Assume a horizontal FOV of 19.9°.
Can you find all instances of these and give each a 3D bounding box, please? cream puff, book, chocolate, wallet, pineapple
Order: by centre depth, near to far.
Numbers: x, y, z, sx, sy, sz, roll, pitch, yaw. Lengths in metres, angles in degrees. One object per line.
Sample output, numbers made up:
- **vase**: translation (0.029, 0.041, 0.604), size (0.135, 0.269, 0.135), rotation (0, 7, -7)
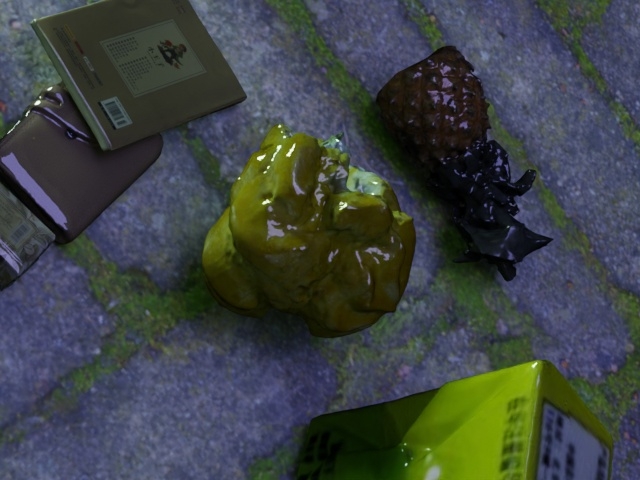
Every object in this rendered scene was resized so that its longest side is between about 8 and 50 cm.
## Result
- **chocolate**: translation (0.101, 0.278, 1.530), size (0.137, 0.288, 0.301), rotation (30, 56, -32)
- **wallet**: translation (-0.217, -0.082, 1.628), size (0.118, 0.038, 0.153), rotation (47, 54, -10)
- **cream puff**: translation (-0.003, 0.005, 1.630), size (0.195, 0.194, 0.221), rotation (61, 13, 3)
- **book**: translation (-0.164, -0.164, 1.682), size (0.198, 0.016, 0.138), rotation (-26, 83, -50)
- **pineapple**: translation (0.145, -0.070, 1.819), size (0.119, 0.111, 0.237), rotation (-31, 94, -8)

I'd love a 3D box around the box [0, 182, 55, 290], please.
- **box**: translation (-0.281, -0.012, 1.552), size (0.098, 0.045, 0.062), rotation (46, 54, -6)
